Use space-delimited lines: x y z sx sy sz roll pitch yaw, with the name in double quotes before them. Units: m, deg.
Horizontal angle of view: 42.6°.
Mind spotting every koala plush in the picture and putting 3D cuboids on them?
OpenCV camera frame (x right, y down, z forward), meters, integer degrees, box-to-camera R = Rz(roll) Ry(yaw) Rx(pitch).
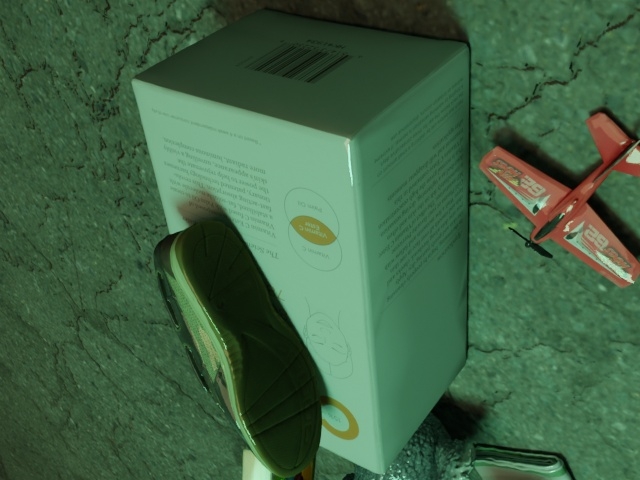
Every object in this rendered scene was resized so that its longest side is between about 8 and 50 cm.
"koala plush" 0.083 0.276 0.884 0.196 0.203 0.221 35 121 40

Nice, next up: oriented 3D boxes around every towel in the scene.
"towel" 0.229 0.286 0.868 0.113 0.023 0.152 -6 118 47

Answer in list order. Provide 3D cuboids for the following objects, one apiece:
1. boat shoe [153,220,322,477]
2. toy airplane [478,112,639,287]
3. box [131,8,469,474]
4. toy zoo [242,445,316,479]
"boat shoe" -0.069 0.089 0.674 0.073 0.080 0.224 -5 113 52
"toy airplane" 0.196 -0.037 0.620 0.151 0.028 0.151 24 137 25
"box" 0.000 0.000 0.727 0.215 0.168 0.345 20 133 31
"toy zoo" -0.035 0.244 0.903 0.030 0.293 0.192 6 105 9
